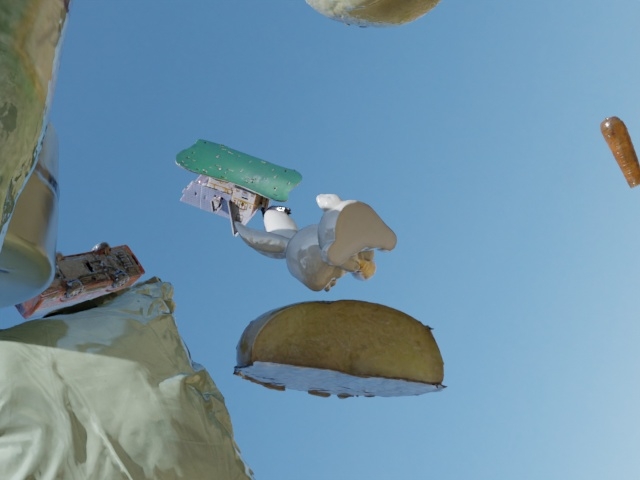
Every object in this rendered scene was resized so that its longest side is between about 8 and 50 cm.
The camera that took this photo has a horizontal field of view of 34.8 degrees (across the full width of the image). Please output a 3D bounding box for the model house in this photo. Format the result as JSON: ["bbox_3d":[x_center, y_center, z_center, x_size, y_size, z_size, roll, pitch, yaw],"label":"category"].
[{"bbox_3d":[-0.121,-0.063,1.411,0.117,0.167,0.088,-62,-10,-63],"label":"model house"}]

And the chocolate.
[{"bbox_3d":[-0.221,-0.103,0.668,0.110,0.110,0.291,51,-147,-55],"label":"chocolate"}]

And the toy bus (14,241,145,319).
[{"bbox_3d":[-0.327,0.053,1.374,0.077,0.065,0.192,-44,-17,29],"label":"toy bus"}]

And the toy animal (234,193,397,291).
[{"bbox_3d":[0.000,0.000,1.181,0.131,0.181,0.127,-20,-92,-37],"label":"toy animal"}]

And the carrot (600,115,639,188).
[{"bbox_3d":[0.377,-0.111,1.269,0.032,0.032,0.093,-16,-99,-59],"label":"carrot"}]

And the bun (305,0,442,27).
[{"bbox_3d":[0.074,-0.390,1.302,0.141,0.239,0.239,-62,-21,-81],"label":"bun"}]

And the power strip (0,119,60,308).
[{"bbox_3d":[-0.422,-0.044,1.009,0.357,0.357,0.161,34,-131,-60],"label":"power strip"}]

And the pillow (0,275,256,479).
[{"bbox_3d":[-0.250,0.186,1.053,0.309,0.283,0.138,-13,-28,-24],"label":"pillow"}]

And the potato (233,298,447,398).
[{"bbox_3d":[0.020,0.131,1.210,0.138,0.243,0.098,114,163,-68],"label":"potato"}]
